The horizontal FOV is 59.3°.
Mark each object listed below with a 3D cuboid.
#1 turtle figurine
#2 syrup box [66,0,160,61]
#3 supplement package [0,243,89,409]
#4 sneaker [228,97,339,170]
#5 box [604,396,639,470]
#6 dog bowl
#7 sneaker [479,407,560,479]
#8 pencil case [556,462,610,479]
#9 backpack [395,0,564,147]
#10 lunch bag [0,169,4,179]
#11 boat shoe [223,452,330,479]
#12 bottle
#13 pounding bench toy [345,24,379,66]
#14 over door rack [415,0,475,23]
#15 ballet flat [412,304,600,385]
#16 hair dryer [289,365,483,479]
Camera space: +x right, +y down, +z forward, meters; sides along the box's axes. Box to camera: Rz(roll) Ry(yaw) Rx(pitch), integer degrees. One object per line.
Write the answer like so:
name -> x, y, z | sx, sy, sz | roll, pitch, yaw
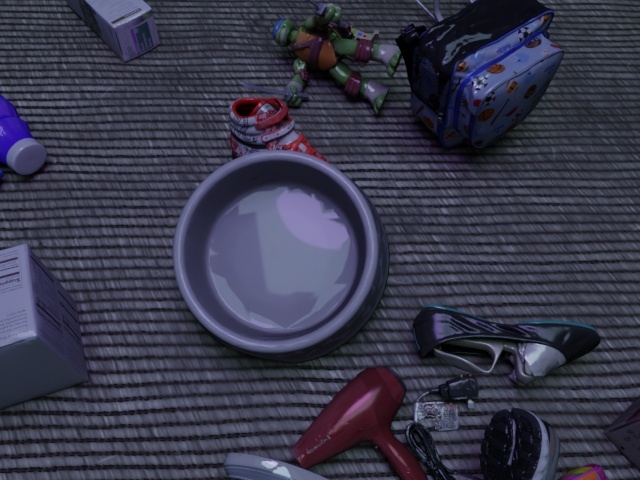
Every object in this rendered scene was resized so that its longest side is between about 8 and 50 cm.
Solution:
turtle figurine -> 0.006, -0.340, 1.080 | 0.267, 0.274, 0.197 | 22, 100, 4
syrup box -> -0.453, -0.498, 1.201 | 0.096, 0.093, 0.237 | -39, 69, -21
supplement package -> -0.495, 0.147, 0.782 | 0.262, 0.204, 0.145 | -17, 62, -11
sneaker -> -0.051, -0.154, 0.979 | 0.270, 0.144, 0.090 | 28, 55, 22
box -> 0.564, 0.256, 0.810 | 0.232, 0.126, 0.148 | -33, 67, -18
dog bowl -> -0.065, 0.019, 0.874 | 0.349, 0.102, 0.348 | -1, 81, 4
sneaker -> 0.245, 0.358, 0.734 | 0.100, 0.108, 0.271 | 21, 87, 52
pencil case -> 0.389, 0.418, 0.732 | 0.105, 0.104, 0.236 | -21, 64, -13
backpack -> 0.289, -0.297, 1.027 | 0.277, 0.263, 0.213 | -28, 72, -8
lunch bag -> -0.662, -0.108, 0.985 | 0.151, 0.096, 0.128 | 29, 61, -3
boat shoe -> -0.032, 0.356, 0.758 | 0.228, 0.079, 0.081 | 19, 58, 5
bottle -> -0.627, -0.223, 1.044 | 0.283, 0.092, 0.118 | 35, 69, 16
pounding bench toy -> 0.081, -0.428, 1.208 | 0.065, 0.052, 0.083 | 26, 63, 12
over door rack -> 0.286, -0.626, 1.295 | 0.240, 0.108, 0.324 | -38, 69, -21
ballet flat -> 0.282, 0.169, 0.867 | 0.281, 0.095, 0.096 | 5, 56, 11
hair dryer -> 0.103, 0.290, 0.800 | 0.294, 0.080, 0.223 | 2, 62, -1
